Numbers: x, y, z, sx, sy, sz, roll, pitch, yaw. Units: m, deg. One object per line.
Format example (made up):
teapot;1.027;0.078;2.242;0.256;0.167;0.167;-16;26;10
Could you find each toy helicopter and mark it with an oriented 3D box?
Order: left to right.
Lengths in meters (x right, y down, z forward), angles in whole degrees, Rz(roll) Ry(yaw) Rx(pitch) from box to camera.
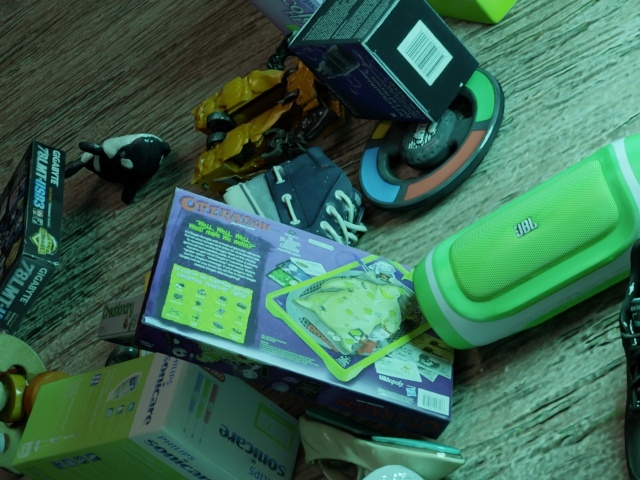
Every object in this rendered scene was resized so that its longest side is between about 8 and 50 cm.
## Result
toy helicopter;-0.523;0.292;1.983;0.140;0.235;0.355;-2;56;48

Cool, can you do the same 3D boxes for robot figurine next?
robot figurine;-0.073;-0.187;2.056;0.291;0.085;0.211;-25;54;33

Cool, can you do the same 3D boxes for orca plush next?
orca plush;-0.346;-0.110;2.308;0.287;0.151;0.102;-4;85;44

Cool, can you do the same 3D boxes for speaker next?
speaker;0.246;0.005;1.469;0.296;0.131;0.131;-32;37;25

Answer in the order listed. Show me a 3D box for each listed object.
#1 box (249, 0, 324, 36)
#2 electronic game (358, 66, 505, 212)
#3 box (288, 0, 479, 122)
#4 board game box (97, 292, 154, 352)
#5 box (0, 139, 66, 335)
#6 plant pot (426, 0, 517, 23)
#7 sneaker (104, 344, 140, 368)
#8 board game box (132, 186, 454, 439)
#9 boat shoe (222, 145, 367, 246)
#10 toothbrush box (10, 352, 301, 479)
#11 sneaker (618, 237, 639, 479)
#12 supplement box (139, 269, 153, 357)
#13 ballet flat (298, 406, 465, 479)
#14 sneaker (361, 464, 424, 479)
box;0.015;-0.421;2.088;0.117;0.213;0.243;-7;52;46
electronic game;0.142;-0.133;1.801;0.229;0.048;0.229;-30;37;26
box;0.080;-0.244;1.822;0.108;0.153;0.207;-53;25;-14
board game box;-0.136;0.111;1.674;0.305;0.193;0.053;-14;62;65
box;-0.521;0.030;2.324;0.295;0.073;0.293;-53;29;31
plant pot;0.190;-0.462;1.932;0.228;0.207;0.227;-53;32;-7
sneaker;-0.291;0.226;1.884;0.170;0.051;0.089;-60;14;21
board game box;-0.018;0.078;1.516;0.056;0.347;0.208;120;165;-47
boat shoe;0.000;0.000;1.775;0.158;0.127;0.340;-32;44;-2
toothbrush box;-0.197;0.248;1.671;0.283;0.206;0.122;-18;45;40
sneaker;0.314;0.118;1.295;0.101;0.106;0.267;-18;45;37
supplement box;-0.199;0.131;1.911;0.080;0.078;0.233;-28;39;24
ballet flat;0.061;0.242;1.505;0.248;0.086;0.086;8;63;54
sneaker;-0.048;0.349;1.454;0.366;0.137;0.210;-51;35;3
